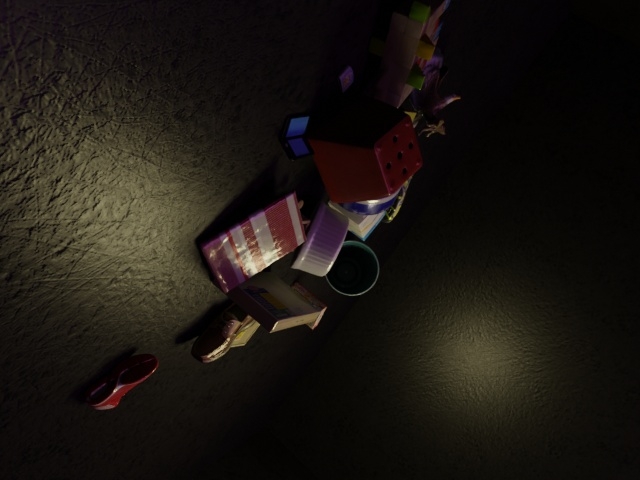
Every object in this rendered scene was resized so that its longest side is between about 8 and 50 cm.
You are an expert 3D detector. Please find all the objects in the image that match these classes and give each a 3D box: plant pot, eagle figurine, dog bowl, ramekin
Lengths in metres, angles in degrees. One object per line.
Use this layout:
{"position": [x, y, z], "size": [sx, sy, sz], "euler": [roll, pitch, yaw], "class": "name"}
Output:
{"position": [0.147, 0.154, 2.476], "size": [0.271, 0.272, 0.255], "euler": [-49, 176, -9], "class": "plant pot"}
{"position": [0.435, -0.568, 1.891], "size": [0.225, 0.298, 0.226], "euler": [-9, 173, -25], "class": "eagle figurine"}
{"position": [0.163, -0.225, 1.739], "size": [0.265, 0.265, 0.104], "euler": [-43, 162, -26], "class": "dog bowl"}
{"position": [0.000, 0.000, 1.809], "size": [0.277, 0.135, 0.277], "euler": [-157, -90, -84], "class": "ramekin"}
{"position": [0.159, -0.278, 1.503], "size": [0.267, 0.236, 0.267], "euler": [-43, 127, -26], "class": "plant pot"}

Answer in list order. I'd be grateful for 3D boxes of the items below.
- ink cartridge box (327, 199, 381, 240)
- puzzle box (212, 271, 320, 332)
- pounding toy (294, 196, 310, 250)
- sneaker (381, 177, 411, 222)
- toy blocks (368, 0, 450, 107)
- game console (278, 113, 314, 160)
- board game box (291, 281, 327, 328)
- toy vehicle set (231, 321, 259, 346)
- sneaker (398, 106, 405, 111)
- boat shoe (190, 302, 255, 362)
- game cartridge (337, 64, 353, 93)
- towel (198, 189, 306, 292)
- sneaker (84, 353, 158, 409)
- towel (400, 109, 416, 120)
{"position": [0.162, -0.138, 2.059], "size": [0.168, 0.171, 0.232], "euler": [-50, 163, -6], "class": "ink cartridge box"}
{"position": [-0.181, 0.207, 1.729], "size": [0.052, 0.272, 0.409], "euler": [-56, 161, 8], "class": "puzzle box"}
{"position": [-0.127, -0.067, 1.627], "size": [0.181, 0.094, 0.206], "euler": [-7, 128, -52], "class": "pounding toy"}
{"position": [0.354, -0.261, 2.168], "size": [0.147, 0.145, 0.384], "euler": [-3, 115, -47], "class": "sneaker"}
{"position": [0.287, -0.610, 1.497], "size": [0.261, 0.191, 0.381], "euler": [-53, 166, -34], "class": "toy blocks"}
{"position": [-0.055, -0.298, 1.386], "size": [0.071, 0.107, 0.122], "euler": [-29, 179, 39], "class": "game console"}
{"position": [-0.077, 0.312, 2.310], "size": [0.045, 0.193, 0.146], "euler": [-32, 154, -48], "class": "board game box"}
{"position": [-0.342, 0.377, 2.041], "size": [0.166, 0.035, 0.267], "euler": [-52, 162, 3], "class": "toy vehicle set"}
{"position": [0.258, -0.433, 1.872], "size": [0.208, 0.081, 0.094], "euler": [-43, 162, -28], "class": "sneaker"}
{"position": [-0.352, 0.312, 1.785], "size": [0.324, 0.123, 0.119], "euler": [-45, 157, -47], "class": "boat shoe"}
{"position": [0.076, -0.483, 1.434], "size": [0.056, 0.017, 0.083], "euler": [-53, 163, -7], "class": "game cartridge"}
{"position": [-0.200, 0.002, 1.495], "size": [0.329, 0.037, 0.237], "euler": [-33, 142, -18], "class": "towel"}
{"position": [-0.603, 0.432, 1.467], "size": [0.221, 0.087, 0.128], "euler": [-26, 160, -30], "class": "sneaker"}
{"position": [0.234, -0.434, 1.744], "size": [0.237, 0.021, 0.102], "euler": [-5, 141, -29], "class": "towel"}
